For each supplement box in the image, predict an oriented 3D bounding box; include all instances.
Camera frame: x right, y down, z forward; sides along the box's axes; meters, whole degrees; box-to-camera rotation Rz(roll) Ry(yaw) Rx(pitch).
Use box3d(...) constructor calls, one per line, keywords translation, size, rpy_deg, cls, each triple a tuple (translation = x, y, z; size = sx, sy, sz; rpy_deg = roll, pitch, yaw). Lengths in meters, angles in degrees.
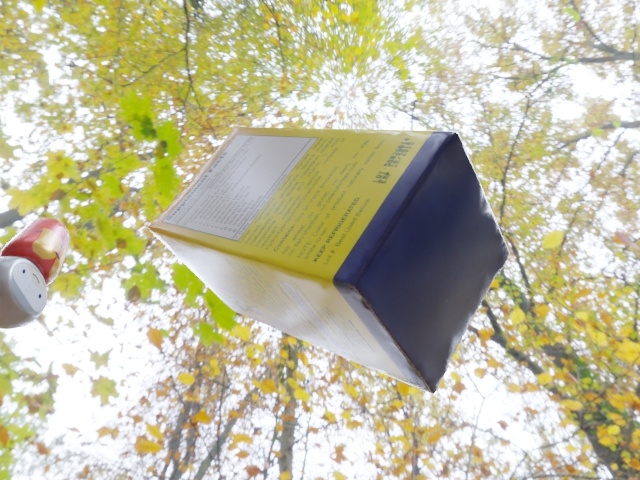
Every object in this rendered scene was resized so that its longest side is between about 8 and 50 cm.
box3d(translation=(0.000, 0.000, 0.665), size=(0.194, 0.356, 0.195), rpy_deg=(-54, -49, -22), cls="supplement box")

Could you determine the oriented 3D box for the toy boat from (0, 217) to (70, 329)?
box3d(translation=(-0.396, -0.026, 0.509), size=(0.318, 0.148, 0.267), rpy_deg=(26, -66, -18), cls="toy boat")
